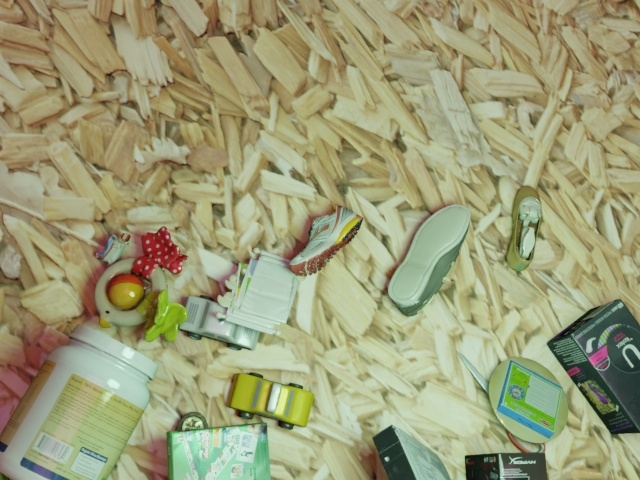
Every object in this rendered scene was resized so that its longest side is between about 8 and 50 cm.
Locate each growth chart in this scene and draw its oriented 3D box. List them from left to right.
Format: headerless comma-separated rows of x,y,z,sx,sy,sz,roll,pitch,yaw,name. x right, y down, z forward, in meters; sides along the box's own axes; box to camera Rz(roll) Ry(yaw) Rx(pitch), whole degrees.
-0.130,0.112,1.831,0.172,0.021,0.237,24,48,0,growth chart

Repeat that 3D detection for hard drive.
0.239,0.557,1.638,0.064,0.237,0.339,-37,43,11,hard drive

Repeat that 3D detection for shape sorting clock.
0.484,0.371,1.880,0.206,0.040,0.206,12,54,-17,shape sorting clock

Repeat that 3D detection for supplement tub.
-0.489,0.352,1.633,0.228,0.228,0.316,28,72,-1,supplement tub

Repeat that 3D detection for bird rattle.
-0.397,0.098,1.770,0.207,0.143,0.253,-11,68,0,bird rattle

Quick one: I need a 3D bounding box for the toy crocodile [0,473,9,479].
-0.717,0.428,1.637,0.115,0.105,0.340,-19,78,-15,toy crocodile

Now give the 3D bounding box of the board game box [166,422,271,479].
-0.206,0.550,1.685,0.214,0.046,0.317,0,78,-24,board game box

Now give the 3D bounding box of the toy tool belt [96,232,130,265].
-0.470,0.012,1.824,0.051,0.052,0.083,29,91,5,toy tool belt

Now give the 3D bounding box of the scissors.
0.416,0.386,1.891,0.297,0.021,0.109,37,71,1,scissors

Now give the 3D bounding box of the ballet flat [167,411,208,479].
-0.290,0.489,1.718,0.084,0.058,0.249,14,73,-4,ballet flat

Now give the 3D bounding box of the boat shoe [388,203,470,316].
0.267,0.045,1.926,0.109,0.091,0.305,21,65,36,boat shoe

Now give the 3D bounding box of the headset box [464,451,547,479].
0.401,0.605,1.723,0.110,0.218,0.293,2,74,-9,headset box

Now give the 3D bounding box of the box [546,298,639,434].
0.696,0.299,1.901,0.165,0.143,0.270,-33,83,-16,box

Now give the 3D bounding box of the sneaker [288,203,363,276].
0.000,0.000,1.897,0.093,0.088,0.225,38,56,15,sneaker

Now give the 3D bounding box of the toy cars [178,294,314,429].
-0.164,0.265,1.789,0.176,0.087,0.393,-33,82,-17,toy cars

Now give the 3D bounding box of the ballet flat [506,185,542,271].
0.517,-0.036,2.001,0.080,0.073,0.232,14,72,-6,ballet flat
